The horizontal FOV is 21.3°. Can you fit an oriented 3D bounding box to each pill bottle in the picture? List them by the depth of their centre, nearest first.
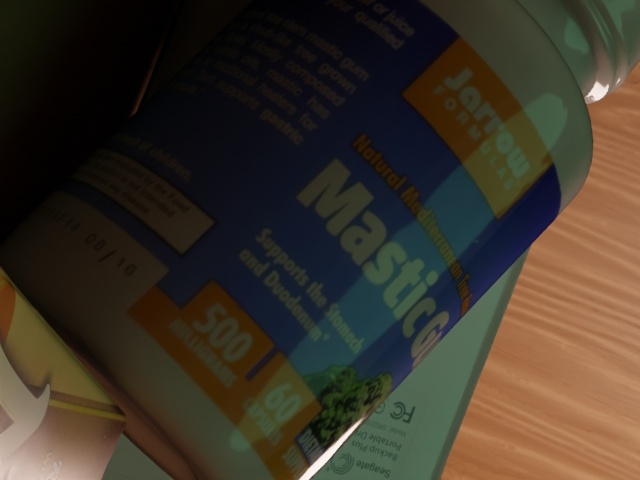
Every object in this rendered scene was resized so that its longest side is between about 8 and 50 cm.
[{"bbox_3d":[0.013,-0.030,0.690,0.272,0.152,0.152,-46,162,-14],"label":"pill bottle"}]

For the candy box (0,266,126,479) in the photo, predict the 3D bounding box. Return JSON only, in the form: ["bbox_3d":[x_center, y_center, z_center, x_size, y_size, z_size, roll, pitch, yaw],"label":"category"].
[{"bbox_3d":[-0.156,0.077,0.459,0.316,0.088,0.183,73,41,-70],"label":"candy box"}]

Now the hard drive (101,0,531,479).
[{"bbox_3d":[0.000,0.000,0.802,0.040,0.210,0.318,20,-92,61],"label":"hard drive"}]
